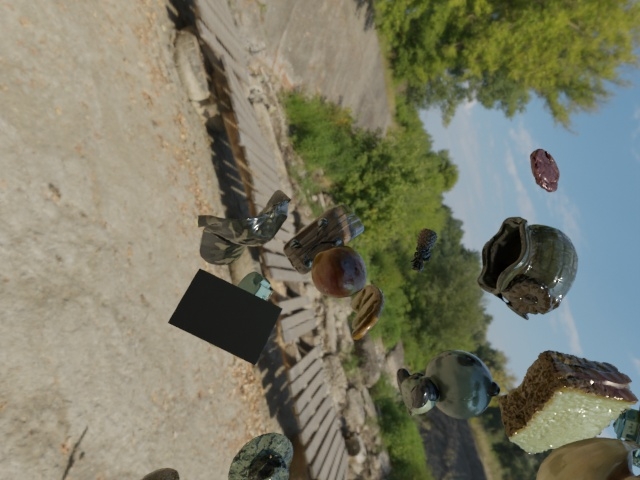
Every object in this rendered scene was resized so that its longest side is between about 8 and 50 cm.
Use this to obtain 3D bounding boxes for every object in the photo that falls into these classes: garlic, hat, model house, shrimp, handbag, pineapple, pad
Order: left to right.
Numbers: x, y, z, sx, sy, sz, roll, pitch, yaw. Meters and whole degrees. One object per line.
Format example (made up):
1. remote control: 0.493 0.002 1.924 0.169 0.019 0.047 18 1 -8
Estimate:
1. shrimp: -0.490 0.713 1.406 0.132 0.187 0.052 10 -59 58
2. pad: -0.292 0.234 1.546 0.005 0.299 0.202 116 -1 -65
3. hat: -0.263 -0.009 1.771 0.257 0.366 0.382 42 -40 32
4. model house: -0.249 0.219 1.978 0.119 0.148 0.148 35 -6 46
5. hat: -0.187 0.839 1.788 0.128 0.265 0.266 23 -42 52
6. handbag: 0.000 0.000 1.845 0.149 0.301 0.283 55 17 1
7. pineapple: 0.370 0.037 1.796 0.074 0.074 0.160 48 61 -70
8. garlic: 0.621 0.572 1.047 0.286 0.249 0.313 -94 -164 -62

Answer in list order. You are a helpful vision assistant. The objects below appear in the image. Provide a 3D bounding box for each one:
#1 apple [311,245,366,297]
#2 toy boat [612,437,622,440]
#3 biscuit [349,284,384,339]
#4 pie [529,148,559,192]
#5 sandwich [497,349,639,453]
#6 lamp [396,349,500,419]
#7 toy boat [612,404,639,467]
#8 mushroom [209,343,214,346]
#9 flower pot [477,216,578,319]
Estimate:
1. apple: 0.066 0.106 1.674 0.160 0.195 0.174 169 -93 -69
2. toy boat: 0.840 0.688 1.518 0.109 0.292 0.099 62 -11 8
3. biscuit: 0.176 0.254 1.868 0.045 0.154 0.299 47 14 -14
4. pie: 0.747 -0.234 1.654 0.153 0.038 0.154 12 69 -33
5. sandwich: 0.651 0.457 1.368 0.131 0.262 0.326 -98 -155 -52
6. lamp: 0.339 0.388 1.328 0.197 0.243 0.198 176 -90 -75
7. toy boat: 0.852 0.549 1.372 0.109 0.098 0.238 -48 139 -47
8. mushroom: -0.359 0.342 1.800 0.054 0.059 0.202 58 -36 8
9. flower pot: 0.636 0.090 1.542 0.302 0.213 0.302 -158 -90 -87
